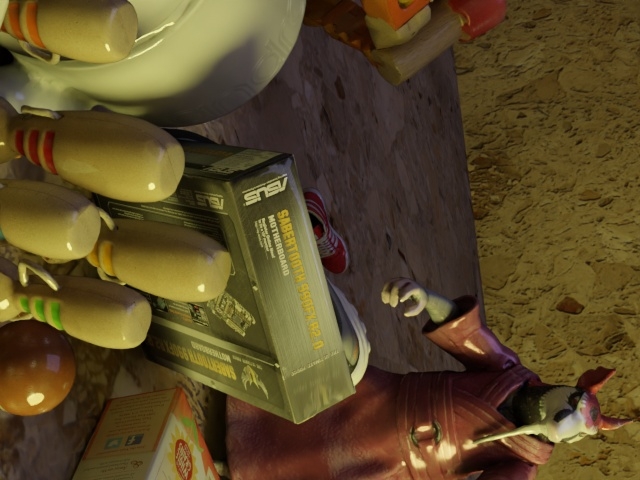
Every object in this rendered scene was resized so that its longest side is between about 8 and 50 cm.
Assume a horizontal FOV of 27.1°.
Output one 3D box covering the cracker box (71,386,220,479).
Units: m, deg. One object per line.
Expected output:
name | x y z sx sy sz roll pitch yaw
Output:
cracker box | -0.125 0.234 0.929 0.232 0.067 0.155 -75 151 -61

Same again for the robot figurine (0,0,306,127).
robot figurine | -0.132 -0.198 0.912 0.300 0.200 0.353 -62 161 0

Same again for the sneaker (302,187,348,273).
sneaker | 0.000 0.000 1.617 0.067 0.042 0.118 -78 147 -64

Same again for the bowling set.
bowling set | -0.182 -0.008 0.779 0.200 0.154 0.287 -61 152 -34

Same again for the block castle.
block castle | 0.037 -0.421 1.458 0.303 0.213 0.453 38 -19 41

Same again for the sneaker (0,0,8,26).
sneaker | -0.210 -0.253 0.673 0.148 0.131 0.350 -80 171 -67

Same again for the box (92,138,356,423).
box | -0.080 0.020 0.980 0.056 0.231 0.183 -26 110 -29

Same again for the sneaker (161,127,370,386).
sneaker | -0.056 0.008 1.085 0.271 0.100 0.108 49 -6 13

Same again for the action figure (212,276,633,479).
action figure | 0.095 0.184 1.200 0.276 0.370 0.248 55 30 -66
